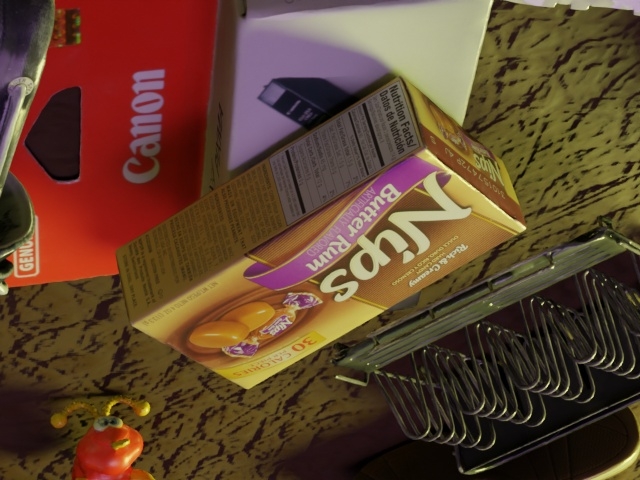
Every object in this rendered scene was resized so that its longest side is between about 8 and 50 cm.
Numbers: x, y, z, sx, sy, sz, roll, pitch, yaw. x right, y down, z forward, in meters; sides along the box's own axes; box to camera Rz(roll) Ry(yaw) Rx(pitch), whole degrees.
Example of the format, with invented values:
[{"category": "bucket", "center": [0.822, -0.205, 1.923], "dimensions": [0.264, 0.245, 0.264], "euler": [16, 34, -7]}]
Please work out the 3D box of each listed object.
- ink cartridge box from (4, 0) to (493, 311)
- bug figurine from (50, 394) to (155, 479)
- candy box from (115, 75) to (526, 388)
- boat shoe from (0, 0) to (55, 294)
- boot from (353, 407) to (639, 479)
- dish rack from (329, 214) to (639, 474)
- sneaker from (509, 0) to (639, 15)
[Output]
[{"category": "ink cartridge box", "center": [-0.050, -0.046, 1.044], "dimensions": [0.239, 0.060, 0.275], "euler": [-8, 145, -13]}, {"category": "bug figurine", "center": [-0.241, 0.179, 1.275], "dimensions": [0.279, 0.072, 0.216], "euler": [-5, 151, -23]}, {"category": "candy box", "center": [0.000, 0.000, 1.030], "dimensions": [0.187, 0.053, 0.109], "euler": [-29, 144, 20]}, {"category": "boat shoe", "center": [-0.181, -0.005, 0.892], "dimensions": [0.102, 0.108, 0.301], "euler": [1, 135, -21]}, {"category": "boot", "center": [0.147, 0.187, 1.437], "dimensions": [0.213, 0.077, 0.165], "euler": [-20, 145, 16]}, {"category": "dish rack", "center": [0.133, 0.067, 1.213], "dimensions": [0.208, 0.074, 0.271], "euler": [-28, 162, 16]}, {"category": "sneaker", "center": [0.179, -0.164, 0.947], "dimensions": [0.235, 0.090, 0.095], "euler": [-3, 134, -21]}]
